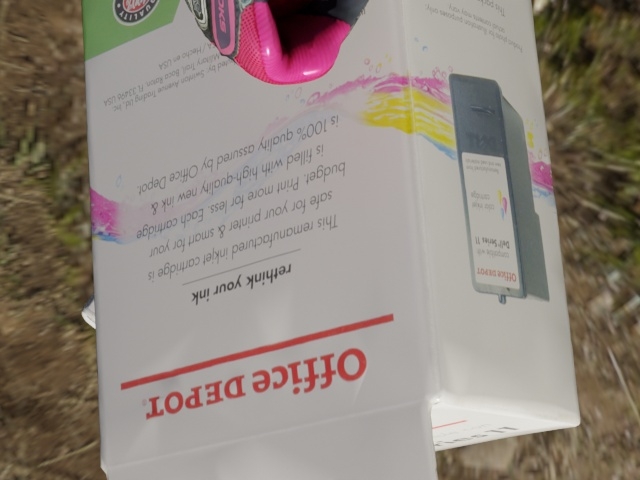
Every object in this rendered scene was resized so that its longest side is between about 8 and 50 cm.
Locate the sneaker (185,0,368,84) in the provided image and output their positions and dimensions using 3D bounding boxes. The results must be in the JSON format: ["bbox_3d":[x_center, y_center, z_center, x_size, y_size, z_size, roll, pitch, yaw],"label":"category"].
[{"bbox_3d":[0.045,-0.189,0.684,0.299,0.121,0.112,-51,49,33],"label":"sneaker"}]

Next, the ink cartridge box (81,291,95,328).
[{"bbox_3d":[-0.013,-0.030,1.113,0.066,0.261,0.296,35,82,13],"label":"ink cartridge box"}]

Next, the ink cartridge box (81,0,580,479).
[{"bbox_3d":[0.000,0.000,0.840,0.207,0.119,0.353,-16,71,37],"label":"ink cartridge box"}]
